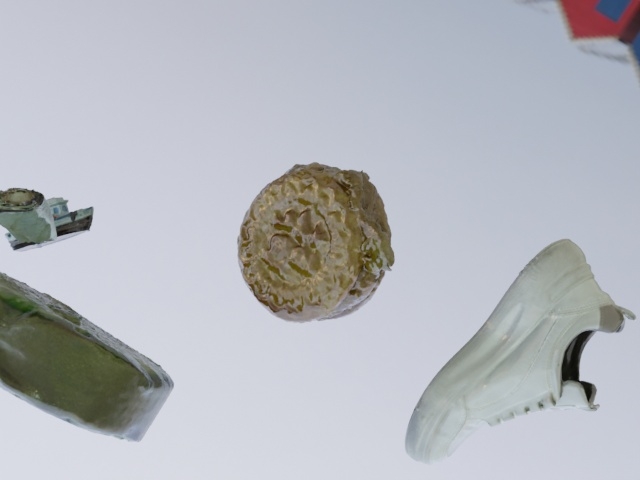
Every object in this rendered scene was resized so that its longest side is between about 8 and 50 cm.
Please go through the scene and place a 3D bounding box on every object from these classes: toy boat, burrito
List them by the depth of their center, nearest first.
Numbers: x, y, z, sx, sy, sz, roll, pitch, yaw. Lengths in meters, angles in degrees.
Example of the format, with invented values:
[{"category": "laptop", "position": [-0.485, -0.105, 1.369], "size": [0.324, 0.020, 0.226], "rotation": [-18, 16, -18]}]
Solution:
[{"category": "burrito", "position": [-0.396, -0.030, 1.376], "size": [0.074, 0.118, 0.044], "rotation": [-6, -113, -2]}, {"category": "toy boat", "position": [-0.411, -0.029, 1.563], "size": [0.059, 0.140, 0.066], "rotation": [46, -152, -83]}]

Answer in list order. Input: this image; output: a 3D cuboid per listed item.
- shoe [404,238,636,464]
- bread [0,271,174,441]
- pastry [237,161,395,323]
[{"category": "shoe", "position": [0.239, 0.161, 1.174], "size": [0.159, 0.316, 0.124], "rotation": [38, -166, 25]}, {"category": "bread", "position": [-0.392, 0.155, 1.491], "size": [0.366, 0.129, 0.382], "rotation": [33, 171, -18]}, {"category": "pastry", "position": [0.000, 0.000, 1.501], "size": [0.132, 0.235, 0.240], "rotation": [15, -135, -57]}]
